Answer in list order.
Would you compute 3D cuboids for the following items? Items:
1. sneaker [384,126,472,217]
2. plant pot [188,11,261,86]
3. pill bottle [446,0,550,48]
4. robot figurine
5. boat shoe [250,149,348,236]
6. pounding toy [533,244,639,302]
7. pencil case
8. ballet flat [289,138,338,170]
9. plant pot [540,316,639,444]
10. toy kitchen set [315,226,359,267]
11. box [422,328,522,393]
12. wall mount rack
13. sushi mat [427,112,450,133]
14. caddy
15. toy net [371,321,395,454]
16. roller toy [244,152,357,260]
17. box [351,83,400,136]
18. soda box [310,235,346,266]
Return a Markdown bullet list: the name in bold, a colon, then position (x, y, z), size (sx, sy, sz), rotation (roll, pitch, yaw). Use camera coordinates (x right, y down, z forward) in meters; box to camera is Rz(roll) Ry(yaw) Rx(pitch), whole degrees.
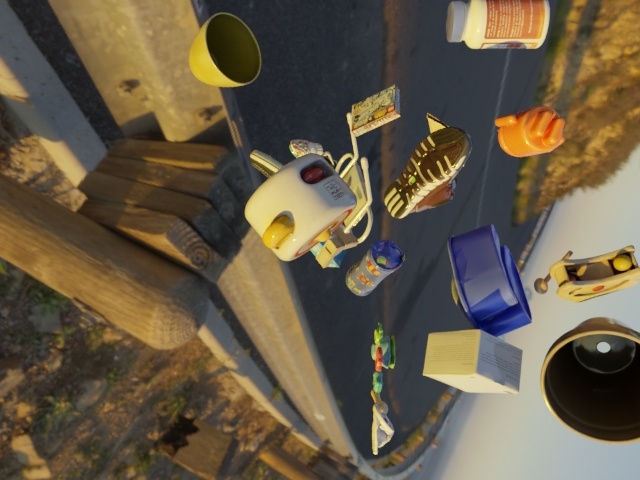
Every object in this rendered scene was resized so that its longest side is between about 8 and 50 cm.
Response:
- **sneaker**: position (0.277, -0.157, 1.345), size (0.163, 0.106, 0.281), rotation (-8, 155, -36)
- **plant pot**: position (-0.193, -0.346, 1.114), size (0.134, 0.095, 0.134), rotation (14, 71, -47)
- **pill bottle**: position (0.410, -0.512, 1.382), size (0.121, 0.216, 0.121), rotation (180, -90, -90)
- **robot figurine**: position (0.574, -0.294, 1.617), size (0.219, 0.158, 0.128), rotation (-168, -116, -78)
- **boat shoe**: position (-0.089, -0.128, 2.169), size (0.156, 0.500, 0.187), rotation (-43, -165, 2)
- **pounding toy**: position (0.684, 0.066, 1.553), size (0.154, 0.270, 0.154), rotation (34, 41, -51)
- **pencil case**: position (0.186, 0.094, 2.073), size (0.133, 0.119, 0.306), rotation (-56, -179, -27)
- **ballet flat**: position (-0.013, -0.281, 1.950), size (0.241, 0.077, 0.091), rotation (29, 42, -57)
- **plant pot**: position (0.792, 0.348, 1.638), size (0.280, 0.323, 0.323), rotation (-30, 139, -61)
- **toy kitchen set**: position (0.031, 0.010, 1.441), size (0.083, 0.068, 0.075), rotation (-16, 148, -44)
- **box**: position (0.398, 0.319, 1.544), size (0.181, 0.182, 0.119), rotation (27, 65, -30)
- **wall mount rack**: position (0.076, -0.176, 1.710), size (0.304, 0.131, 0.350), rotation (-53, -145, 36)
- **sushi mat**: position (0.465, -0.366, 2.180), size (0.019, 0.151, 0.316), rotation (-54, 161, -1)
- **caddy**: position (0.456, 0.119, 1.668), size (0.241, 0.179, 0.341), rotation (45, 30, -37)
- **toy net**: position (0.122, 0.279, 1.113), size (0.122, 0.045, 0.232), rotation (94, -1, -61)
- **roller toy**: position (-0.033, -0.058, 1.129), size (0.191, 0.146, 0.209), rotation (-40, 173, -1)
- **box**: position (0.142, -0.336, 1.527), size (0.027, 0.137, 0.094), rotation (35, 47, -41)
- **soda box**: position (0.000, 0.000, 1.954), size (0.210, 0.067, 0.071), rotation (52, 52, -38)
